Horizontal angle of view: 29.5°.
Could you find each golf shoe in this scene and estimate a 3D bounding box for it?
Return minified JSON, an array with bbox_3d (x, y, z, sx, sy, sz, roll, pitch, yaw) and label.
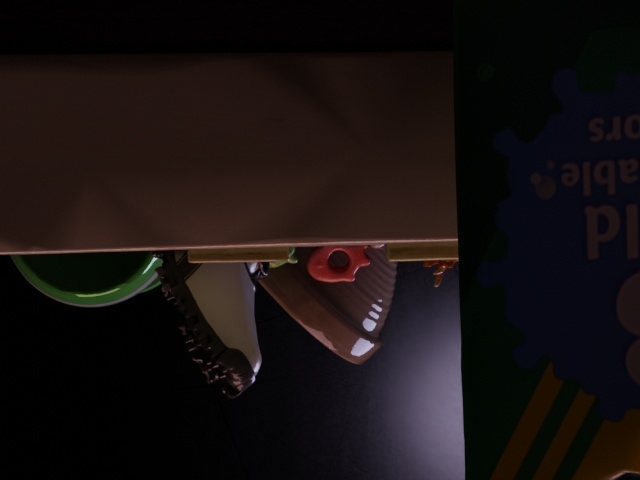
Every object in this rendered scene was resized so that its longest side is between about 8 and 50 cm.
[{"bbox_3d":[-0.049,-0.008,0.668,0.093,0.198,0.077,-17,142,-4],"label":"golf shoe"}]

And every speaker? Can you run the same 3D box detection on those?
[{"bbox_3d":[-0.170,-0.013,0.979,0.131,0.131,0.296,-2,180,-4],"label":"speaker"}]

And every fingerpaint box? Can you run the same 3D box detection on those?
[{"bbox_3d":[0.264,0.093,0.303,0.444,0.371,0.163,-1,180,31],"label":"fingerpaint box"}]

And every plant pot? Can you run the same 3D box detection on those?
[{"bbox_3d":[0.000,0.000,1.214,0.110,0.237,0.237,-43,173,8],"label":"plant pot"}]

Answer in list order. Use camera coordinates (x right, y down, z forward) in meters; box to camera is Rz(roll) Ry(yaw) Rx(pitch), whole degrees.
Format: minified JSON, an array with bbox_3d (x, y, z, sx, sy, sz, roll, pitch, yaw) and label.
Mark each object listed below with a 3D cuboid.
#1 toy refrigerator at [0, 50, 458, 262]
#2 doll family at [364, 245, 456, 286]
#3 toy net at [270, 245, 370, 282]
[{"bbox_3d":[-0.020,-0.034,0.569,0.269,0.094,0.102,-2,179,-7],"label":"toy refrigerator"},{"bbox_3d":[0.043,-0.021,0.952,0.262,0.118,0.163,-2,180,14],"label":"doll family"},{"bbox_3d":[0.056,-0.021,0.825,0.232,0.122,0.045,2,-161,0],"label":"toy net"}]
